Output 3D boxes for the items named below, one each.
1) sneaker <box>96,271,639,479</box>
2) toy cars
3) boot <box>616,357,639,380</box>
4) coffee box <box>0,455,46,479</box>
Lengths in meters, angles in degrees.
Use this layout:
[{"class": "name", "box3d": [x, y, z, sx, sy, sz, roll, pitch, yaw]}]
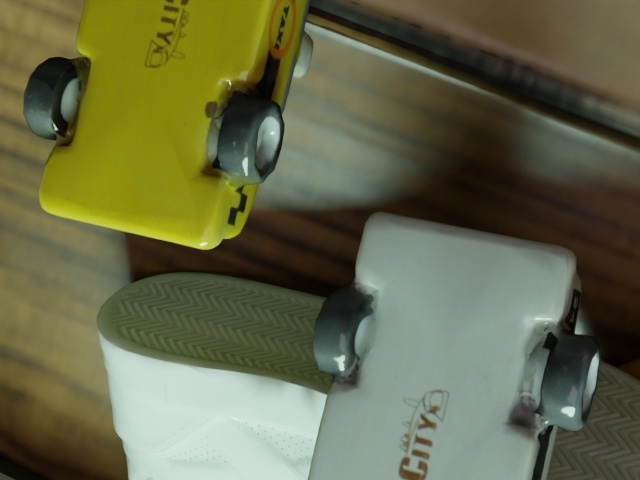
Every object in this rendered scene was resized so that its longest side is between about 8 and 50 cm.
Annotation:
[{"class": "sneaker", "box3d": [0.035, 0.126, 0.694, 0.292, 0.108, 0.169, 15, 122, 25]}, {"class": "toy cars", "box3d": [0.000, 0.000, 0.592, 0.176, 0.087, 0.394, -30, 75, 14]}, {"class": "boot", "box3d": [0.213, 0.042, 0.649, 0.211, 0.104, 0.295, -11, 111, 18]}, {"class": "coffee box", "box3d": [-0.151, 0.212, 0.778, 0.246, 0.098, 0.141, 31, 115, -9]}]
